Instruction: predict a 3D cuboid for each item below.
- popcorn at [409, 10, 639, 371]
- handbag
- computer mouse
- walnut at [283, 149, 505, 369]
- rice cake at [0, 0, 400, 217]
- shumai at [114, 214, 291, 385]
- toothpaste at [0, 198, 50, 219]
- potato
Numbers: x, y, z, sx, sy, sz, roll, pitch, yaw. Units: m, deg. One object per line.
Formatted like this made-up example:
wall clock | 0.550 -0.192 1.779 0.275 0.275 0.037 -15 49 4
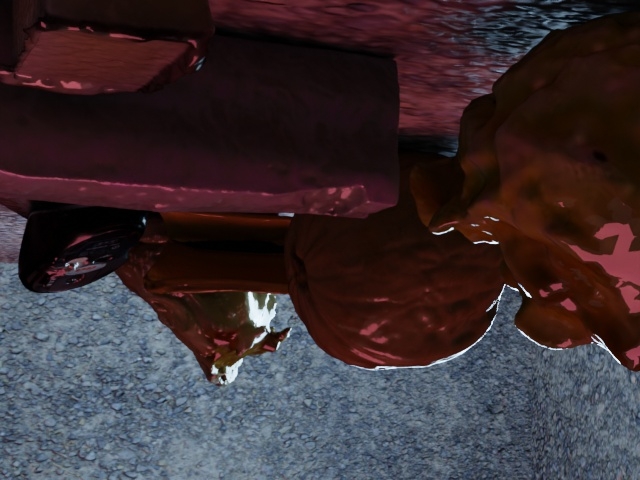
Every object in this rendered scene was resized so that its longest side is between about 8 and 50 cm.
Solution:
popcorn | 0.156 -0.029 0.511 0.185 0.187 0.167 23 -146 -13
handbag | 0.000 0.000 1.168 0.400 0.133 0.283 1 179 4
computer mouse | -0.306 -0.009 1.192 0.137 0.096 0.233 -17 166 -40
walnut | 0.078 0.018 0.894 0.227 0.228 0.228 1 175 0
rice cake | -0.086 -0.070 0.528 0.297 0.106 0.050 4 164 -26
shumai | -0.187 0.092 1.452 0.313 0.263 0.267 5 173 -23
toothpaste | -0.376 -0.049 1.186 0.056 0.036 0.205 -2 170 4
potato | -0.103 -0.103 0.424 0.086 0.061 0.122 3 176 -25
